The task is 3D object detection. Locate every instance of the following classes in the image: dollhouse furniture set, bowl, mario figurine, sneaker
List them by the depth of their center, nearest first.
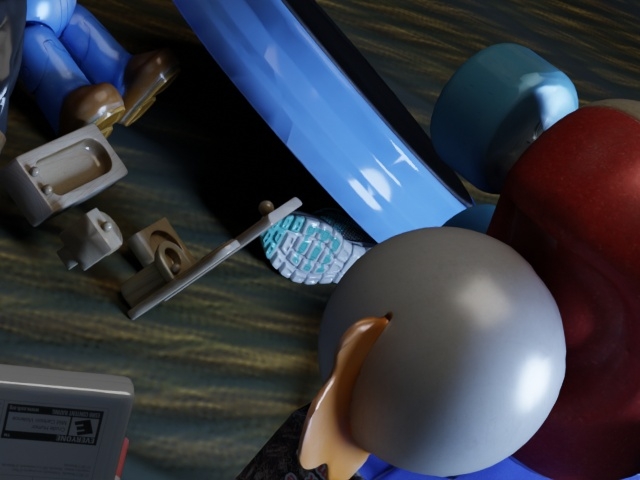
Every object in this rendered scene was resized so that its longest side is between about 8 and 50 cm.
[{"bbox_3d":[-0.128,-0.038,1.242,0.151,0.123,0.144,55,29,-1],"label":"dollhouse furniture set"},{"bbox_3d":[-0.256,-0.233,1.342,0.320,0.170,0.198,46,7,0],"label":"mario figurine"},{"bbox_3d":[0.000,0.000,1.455,0.166,0.065,0.076,22,23,-43],"label":"sneaker"},{"bbox_3d":[0.003,-0.139,1.485,0.391,0.077,0.391,48,9,-10],"label":"bowl"}]

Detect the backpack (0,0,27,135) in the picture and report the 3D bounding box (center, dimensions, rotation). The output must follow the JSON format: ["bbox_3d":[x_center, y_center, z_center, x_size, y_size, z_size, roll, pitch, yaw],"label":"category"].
[{"bbox_3d":[-0.374,-0.183,1.059,0.355,0.273,0.290,12,2,-16],"label":"backpack"}]

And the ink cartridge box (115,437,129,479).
[{"bbox_3d":[-0.190,0.173,0.960,0.115,0.067,0.198,32,30,-17],"label":"ink cartridge box"}]

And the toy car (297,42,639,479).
[{"bbox_3d":[0.077,0.056,0.767,0.238,0.210,0.219,-24,49,-28],"label":"toy car"}]

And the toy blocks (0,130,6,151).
[{"bbox_3d":[-0.353,0.010,0.814,0.288,0.309,0.260,33,71,-30],"label":"toy blocks"}]

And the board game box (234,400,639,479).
[{"bbox_3d":[0.010,0.207,0.917,0.141,0.291,0.232,47,28,14],"label":"board game box"}]

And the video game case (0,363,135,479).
[{"bbox_3d":[-0.206,0.135,0.834,0.190,0.173,0.022,7,28,-18],"label":"video game case"}]
